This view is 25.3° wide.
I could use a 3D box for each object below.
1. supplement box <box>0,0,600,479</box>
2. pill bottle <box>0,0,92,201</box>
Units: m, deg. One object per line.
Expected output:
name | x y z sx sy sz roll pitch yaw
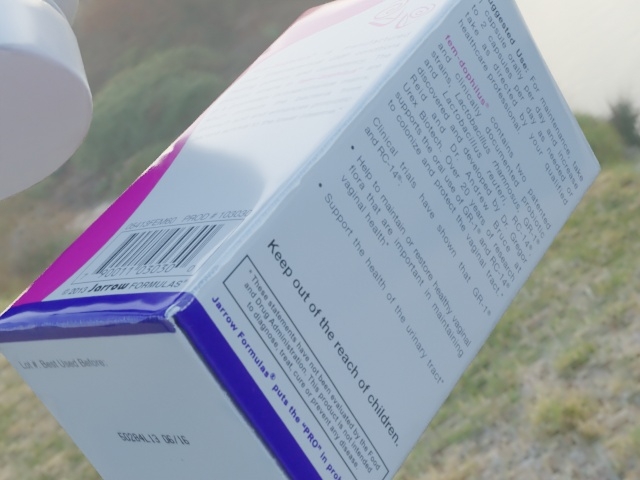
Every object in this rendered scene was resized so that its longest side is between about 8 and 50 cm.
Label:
supplement box | 0.000 0.000 0.553 0.111 0.114 0.220 -7 35 46
pill bottle | -0.217 -0.165 0.738 0.160 0.283 0.160 -16 -27 -9
